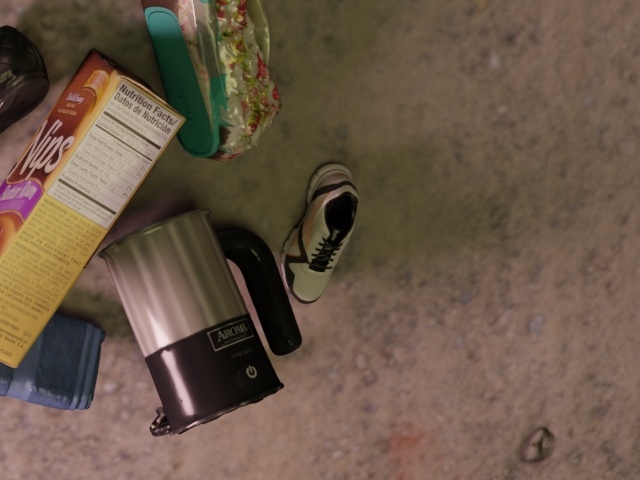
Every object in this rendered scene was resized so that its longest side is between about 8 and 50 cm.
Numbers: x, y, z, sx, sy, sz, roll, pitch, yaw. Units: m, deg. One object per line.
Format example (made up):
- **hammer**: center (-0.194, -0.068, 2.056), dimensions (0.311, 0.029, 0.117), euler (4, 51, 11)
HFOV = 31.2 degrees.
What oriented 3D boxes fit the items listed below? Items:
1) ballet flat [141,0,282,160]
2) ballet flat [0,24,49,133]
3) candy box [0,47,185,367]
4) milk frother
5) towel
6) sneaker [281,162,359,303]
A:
- **ballet flat**: center (-0.075, -0.166, 0.727), dimensions (0.077, 0.091, 0.241), euler (-32, 128, -35)
- **ballet flat**: center (-0.248, -0.071, 0.739), dimensions (0.173, 0.049, 0.057), euler (-35, 161, 3)
- **candy box**: center (-0.167, -0.025, 0.726), dimensions (0.053, 0.109, 0.187), euler (34, 93, -26)
- **milk frother**: center (-0.101, 0.064, 0.811), dimensions (0.143, 0.129, 0.135), euler (-26, 83, 28)
- **towel**: center (-0.213, 0.077, 0.802), dimensions (0.119, 0.029, 0.067), euler (18, 68, -25)
- **sneaker**: center (0.000, 0.000, 0.833), dimensions (0.040, 0.044, 0.109), euler (6, 114, -20)
